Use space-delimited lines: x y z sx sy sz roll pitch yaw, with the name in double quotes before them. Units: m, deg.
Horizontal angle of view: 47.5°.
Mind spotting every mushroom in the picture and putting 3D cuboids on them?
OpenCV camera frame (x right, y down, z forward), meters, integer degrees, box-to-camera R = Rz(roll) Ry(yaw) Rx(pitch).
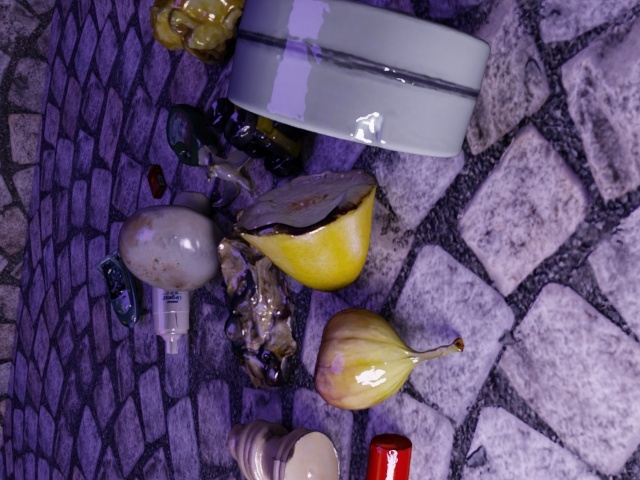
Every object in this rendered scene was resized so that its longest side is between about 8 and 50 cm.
"mushroom" -0.318 -0.012 1.616 0.243 0.244 0.243 -5 84 55

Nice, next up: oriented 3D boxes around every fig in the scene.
"fig" 0.083 0.167 1.078 0.231 0.143 0.160 -32 32 51

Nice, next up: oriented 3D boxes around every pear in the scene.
"pear" 0.000 -0.001 1.197 0.267 0.267 0.178 7 125 55

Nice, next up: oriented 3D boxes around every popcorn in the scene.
"popcorn" -0.265 -0.492 1.613 0.203 0.226 0.200 58 -173 -14

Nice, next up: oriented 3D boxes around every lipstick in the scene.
"lipstick" 0.093 0.436 1.113 0.073 0.073 0.279 15 100 54

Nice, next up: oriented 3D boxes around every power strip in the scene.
"power strip" 0.046 -0.236 1.000 0.357 0.358 0.161 32 113 51

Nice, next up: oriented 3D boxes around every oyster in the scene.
"oyster" -0.134 0.113 1.441 0.221 0.096 0.361 -4 87 48

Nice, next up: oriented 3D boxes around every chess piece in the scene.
"chess piece" -0.092 0.407 1.351 0.307 0.124 0.138 -7 115 58

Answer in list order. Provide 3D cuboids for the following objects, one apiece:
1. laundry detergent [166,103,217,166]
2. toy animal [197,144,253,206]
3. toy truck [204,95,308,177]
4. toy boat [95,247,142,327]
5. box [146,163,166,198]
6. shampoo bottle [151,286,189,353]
"laundry detergent" -0.298 -0.236 1.718 0.211 0.063 0.137 40 124 45
"toy animal" -0.200 -0.136 1.543 0.219 0.095 0.155 -65 37 30
"toy truck" -0.105 -0.236 1.394 0.165 0.147 0.224 -56 38 2
"toy boat" -0.553 0.132 2.024 0.093 0.103 0.246 -32 65 23
"box" -0.437 -0.157 1.939 0.051 0.023 0.082 -52 48 38
"shampoo bottle" -0.363 0.120 1.757 0.092 0.092 0.303 -14 75 54
